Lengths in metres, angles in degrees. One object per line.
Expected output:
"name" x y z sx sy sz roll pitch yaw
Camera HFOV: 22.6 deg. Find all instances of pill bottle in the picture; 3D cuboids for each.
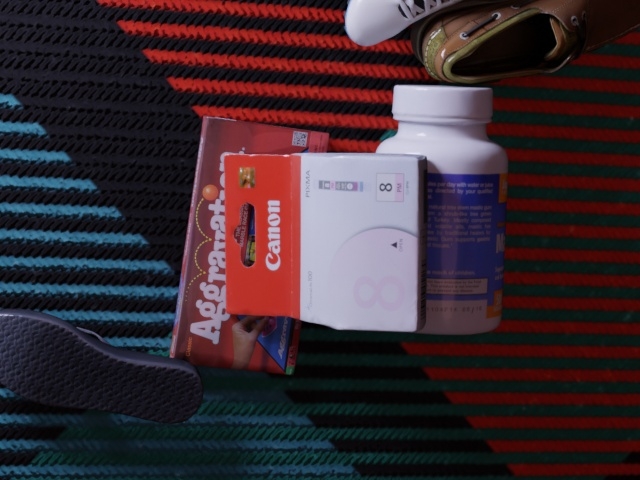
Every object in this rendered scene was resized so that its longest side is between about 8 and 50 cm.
"pill bottle" 0.135 -0.038 1.802 0.152 0.152 0.272 0 97 -15

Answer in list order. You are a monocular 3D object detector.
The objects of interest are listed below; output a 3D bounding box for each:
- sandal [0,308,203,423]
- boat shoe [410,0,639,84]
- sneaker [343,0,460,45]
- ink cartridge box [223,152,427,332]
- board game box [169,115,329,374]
"sandal" -0.256 0.142 1.774 0.255 0.054 0.097 21 104 -18
"boat shoe" 0.262 -0.236 1.823 0.307 0.104 0.110 -18 123 -9
"sneaker" 0.130 -0.291 1.765 0.237 0.086 0.085 -33 123 5
"ink cartridge box" 0.000 0.000 1.737 0.232 0.066 0.189 1 96 11
"board game box" -0.081 0.007 1.815 0.145 0.027 0.281 7 95 -15
